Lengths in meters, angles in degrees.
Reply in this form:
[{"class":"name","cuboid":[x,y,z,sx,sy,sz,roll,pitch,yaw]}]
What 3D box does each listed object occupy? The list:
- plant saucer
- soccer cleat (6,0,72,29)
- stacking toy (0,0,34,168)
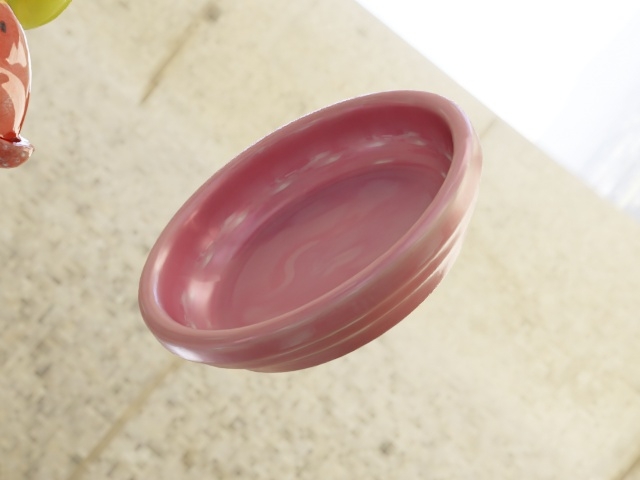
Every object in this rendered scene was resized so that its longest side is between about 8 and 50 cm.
[{"class":"plant saucer","cuboid":[0.000,0.000,1.469,0.332,0.084,0.332,-25,30,16]},{"class":"soccer cleat","cuboid":[-0.094,-0.231,0.890,0.093,0.121,0.289,128,161,-64]},{"class":"stacking toy","cuboid":[-0.249,-0.153,0.692,0.130,0.309,0.279,38,118,56]}]
